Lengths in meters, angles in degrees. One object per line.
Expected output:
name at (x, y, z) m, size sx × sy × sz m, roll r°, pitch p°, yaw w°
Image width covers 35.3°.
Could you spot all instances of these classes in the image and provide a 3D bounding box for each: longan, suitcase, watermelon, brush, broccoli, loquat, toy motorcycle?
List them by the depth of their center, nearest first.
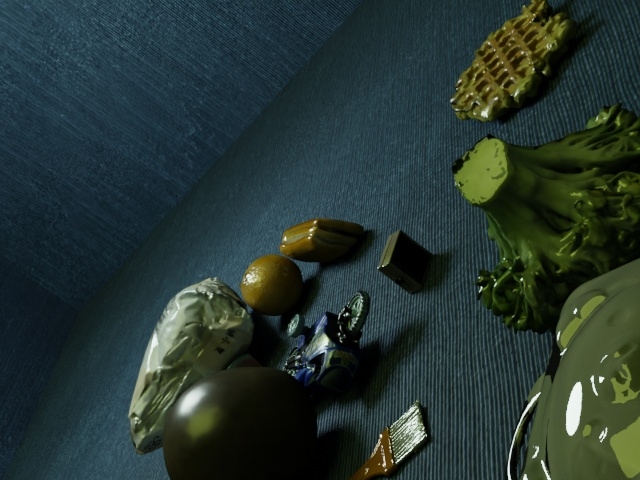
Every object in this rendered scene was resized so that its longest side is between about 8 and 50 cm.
suitcase at (0.297, 0.176, 0.916) m, size 0.339 × 0.194 × 0.351 m, roll -33°, pitch 27°, yaw 53°
broccoli at (0.289, -0.041, 1.225) m, size 0.248 × 0.246 × 0.288 m, roll -30°, pitch 44°, yaw 44°
brush at (0.048, 0.361, 1.486) m, size 0.314 × 0.017 × 0.090 m, roll -48°, pitch 19°, yaw 21°
longan at (-0.127, 0.329, 1.629) m, size 0.258 × 0.258 × 0.258 m, roll -47°, pitch 20°, yaw 22°
toy motorcycle at (-0.001, 0.211, 1.730) m, size 0.315 × 0.113 × 0.168 m, roll -48°, pitch 26°, yaw 48°
watermelon at (-0.158, 0.275, 2.065) m, size 0.072 × 0.092 × 0.084 m, roll 15°, pitch 75°, yaw 27°
loquat at (-0.104, 0.096, 2.147) m, size 0.141 × 0.141 × 0.141 m, roll -47°, pitch 20°, yaw 22°

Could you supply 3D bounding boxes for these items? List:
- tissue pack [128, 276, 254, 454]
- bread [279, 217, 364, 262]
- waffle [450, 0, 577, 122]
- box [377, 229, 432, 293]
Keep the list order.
tissue pack at (-0.297, 0.262, 2.202) m, size 0.375 × 0.195 × 0.390 m, roll -58°, pitch 6°, yaw 3°
bread at (0.000, 0.000, 2.104) m, size 0.200 × 0.116 × 0.077 m, roll -18°, pitch 59°, yaw 64°
waffle at (0.363, -0.339, 1.885) m, size 0.281 × 0.058 × 0.301 m, roll -56°, pitch 20°, yaw -3°
box at (0.144, 0.038, 1.717) m, size 0.035 × 0.079 × 0.083 m, roll -32°, pitch 29°, yaw 47°
